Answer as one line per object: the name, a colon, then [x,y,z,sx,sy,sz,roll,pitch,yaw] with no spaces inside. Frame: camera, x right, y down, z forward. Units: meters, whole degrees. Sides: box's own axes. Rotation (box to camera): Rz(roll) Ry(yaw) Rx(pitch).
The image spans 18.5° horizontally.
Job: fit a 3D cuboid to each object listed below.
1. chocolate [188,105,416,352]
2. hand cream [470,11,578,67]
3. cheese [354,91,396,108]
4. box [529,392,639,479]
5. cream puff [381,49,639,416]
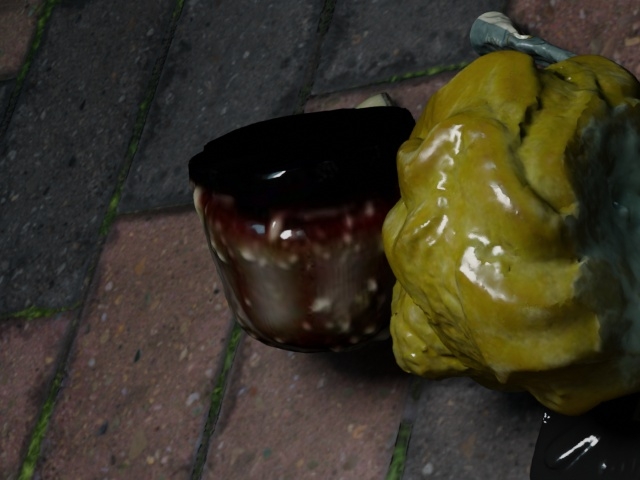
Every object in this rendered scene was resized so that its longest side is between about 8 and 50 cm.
chocolate: [0.000,0.000,1.871,0.225,0.210,0.340,-10,12,-1]
hand cream: [0.227,-0.174,1.967,0.052,0.075,0.248,-52,38,2]
cheese: [0.013,-0.077,2.093,0.192,0.037,0.097,-37,41,11]
box: [0.333,0.110,1.651,0.289,0.073,0.290,3,62,43]
cream puff: [0.152,-0.005,1.641,0.270,0.274,0.323,-18,44,38]
